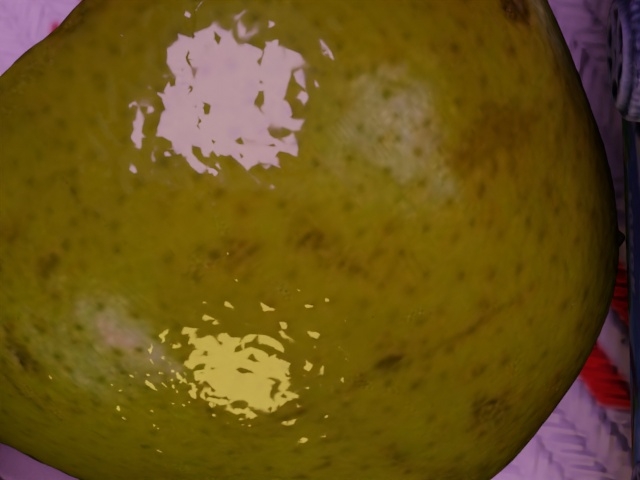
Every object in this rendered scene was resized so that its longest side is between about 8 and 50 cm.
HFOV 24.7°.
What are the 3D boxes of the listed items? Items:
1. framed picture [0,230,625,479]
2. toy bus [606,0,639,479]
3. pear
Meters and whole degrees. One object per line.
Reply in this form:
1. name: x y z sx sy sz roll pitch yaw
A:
1. framed picture: -0.017 0.035 0.588 0.184 0.016 0.250 38 80 -3
2. toy bus: 0.157 0.007 0.531 0.109 0.136 0.330 -2 94 3
3. pear: 0.003 -0.002 0.528 0.288 0.139 0.239 -44 99 -9
